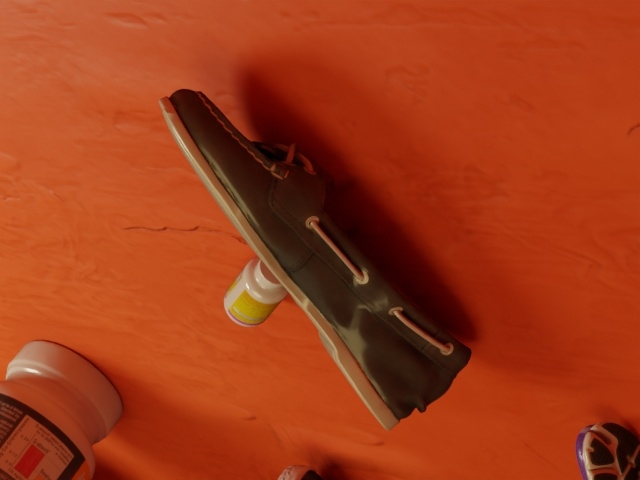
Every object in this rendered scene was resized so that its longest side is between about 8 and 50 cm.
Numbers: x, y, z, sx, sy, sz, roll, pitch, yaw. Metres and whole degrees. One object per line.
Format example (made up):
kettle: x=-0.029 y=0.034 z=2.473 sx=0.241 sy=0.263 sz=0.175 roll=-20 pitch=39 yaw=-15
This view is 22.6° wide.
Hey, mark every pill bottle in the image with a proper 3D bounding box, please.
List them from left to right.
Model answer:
pill bottle: x=-0.335 y=0.249 z=1.674 sx=0.162 sy=0.278 sz=0.162 roll=24 pitch=146 yaw=17
pill bottle: x=-0.051 y=0.040 z=1.371 sx=0.043 sy=0.043 sz=0.083 roll=36 pitch=148 yaw=-3

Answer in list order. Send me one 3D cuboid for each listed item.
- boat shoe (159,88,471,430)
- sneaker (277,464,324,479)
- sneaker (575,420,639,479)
boat shoe: x=0.000 y=0.000 z=1.252 sx=0.335 sy=0.095 sz=0.112 roll=55 pitch=178 yaw=-22
sneaker: x=0.060 y=0.323 z=1.597 sx=0.153 sy=0.101 sz=0.269 roll=-3 pitch=130 yaw=32
sneaker: x=0.233 y=0.212 z=1.322 sx=0.071 sy=0.068 sz=0.170 roll=15 pitch=143 yaw=37
